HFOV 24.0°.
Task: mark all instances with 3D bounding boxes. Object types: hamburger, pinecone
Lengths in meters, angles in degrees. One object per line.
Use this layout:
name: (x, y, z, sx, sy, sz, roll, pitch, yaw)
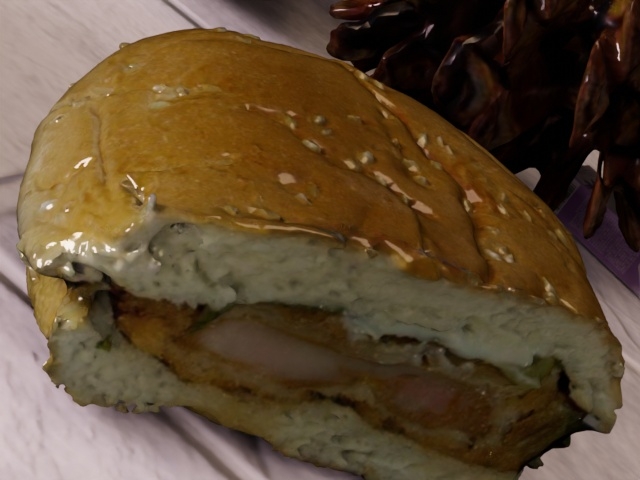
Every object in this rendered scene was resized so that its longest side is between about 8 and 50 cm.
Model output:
hamburger: (0.000, 0.000, 0.702, 0.309, 0.132, 0.211, 18, 30, -30)
pinecone: (0.139, -0.135, 0.996, 0.296, 0.242, 0.298, 34, 23, -1)

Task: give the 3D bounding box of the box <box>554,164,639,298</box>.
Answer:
box: (0.217, -0.008, 1.115, 0.117, 0.036, 0.051, 46, 27, 25)
